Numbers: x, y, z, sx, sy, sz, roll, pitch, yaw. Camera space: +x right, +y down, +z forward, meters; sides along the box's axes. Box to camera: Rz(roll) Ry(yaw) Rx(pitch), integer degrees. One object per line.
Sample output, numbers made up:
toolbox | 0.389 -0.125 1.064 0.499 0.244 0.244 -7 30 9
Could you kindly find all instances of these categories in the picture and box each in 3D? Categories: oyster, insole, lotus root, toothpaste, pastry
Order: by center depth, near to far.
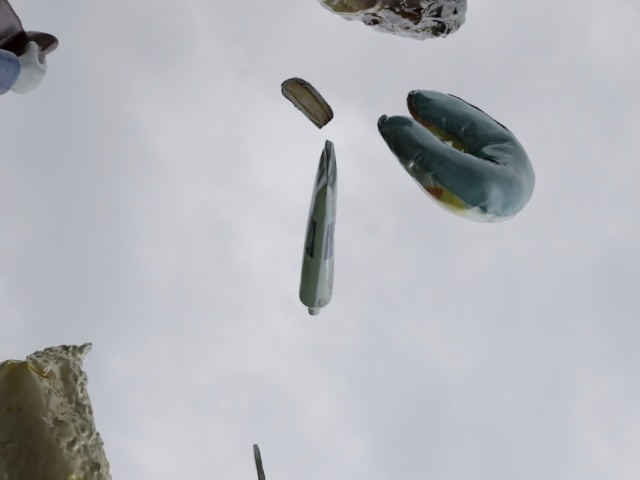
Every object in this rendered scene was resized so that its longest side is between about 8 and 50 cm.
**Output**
pastry | -0.228 0.212 0.995 0.121 0.089 0.259 -15 -115 -6
toothpaste | 0.000 0.000 1.261 0.038 0.233 0.060 4 -135 -1
insole | -0.057 0.303 1.306 0.192 0.010 0.063 -107 -168 -50
oyster | 0.065 -0.324 1.521 0.275 0.271 0.100 131 -31 -72
lotus root | -0.018 -0.187 1.583 0.037 0.083 0.030 -46 -159 4

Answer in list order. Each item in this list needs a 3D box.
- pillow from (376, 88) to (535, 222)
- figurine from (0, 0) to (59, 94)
pillow | 0.180 -0.112 1.518 0.214 0.233 0.086 40 -57 1
figurine | -0.347 -0.197 1.120 0.338 0.283 0.205 -45 -108 33
